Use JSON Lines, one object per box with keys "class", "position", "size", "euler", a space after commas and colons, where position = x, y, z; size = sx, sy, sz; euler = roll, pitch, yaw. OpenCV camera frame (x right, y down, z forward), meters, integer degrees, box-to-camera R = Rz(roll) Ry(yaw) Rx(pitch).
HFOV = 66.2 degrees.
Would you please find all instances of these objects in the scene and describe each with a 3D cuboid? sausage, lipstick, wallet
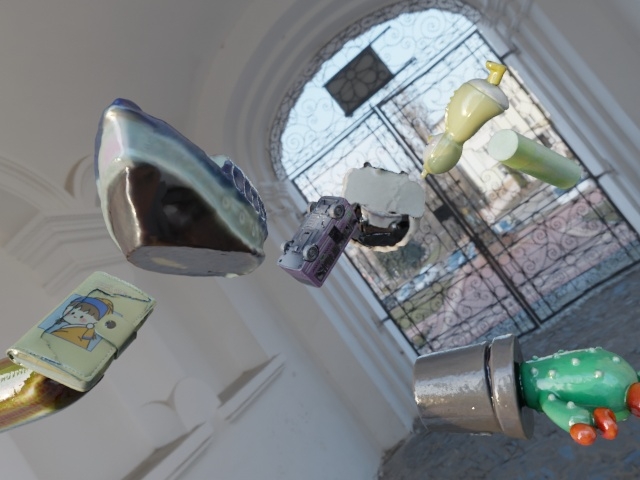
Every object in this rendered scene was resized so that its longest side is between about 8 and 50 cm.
{"class": "sausage", "position": [-0.476, 0.232, 0.791], "size": [0.318, 0.125, 0.117], "euler": [-22, 34, 16]}
{"class": "lipstick", "position": [0.492, -0.178, 1.107], "size": [0.305, 0.076, 0.076], "euler": [10, -38, -40]}
{"class": "wallet", "position": [-0.294, 0.108, 0.625], "size": [0.155, 0.111, 0.039], "euler": [-63, -6, -52]}

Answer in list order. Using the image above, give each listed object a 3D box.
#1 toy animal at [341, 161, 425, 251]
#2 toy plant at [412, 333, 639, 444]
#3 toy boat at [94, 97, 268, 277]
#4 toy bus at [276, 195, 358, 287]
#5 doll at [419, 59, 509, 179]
{"class": "toy animal", "position": [0.142, -0.082, 1.238], "size": [0.156, 0.209, 0.204], "euler": [112, 168, -58]}
{"class": "toy plant", "position": [0.383, 0.260, 0.884], "size": [0.401, 0.185, 0.280], "euler": [-14, -22, 28]}
{"class": "toy boat", "position": [-0.107, -0.035, 0.414], "size": [0.115, 0.115, 0.262], "euler": [-7, -10, 3]}
{"class": "toy bus", "position": [0.000, 0.000, 0.978], "size": [0.087, 0.098, 0.178], "euler": [11, 62, 48]}
{"class": "doll", "position": [0.314, -0.264, 1.109], "size": [0.296, 0.117, 0.141], "euler": [-49, 3, 21]}
